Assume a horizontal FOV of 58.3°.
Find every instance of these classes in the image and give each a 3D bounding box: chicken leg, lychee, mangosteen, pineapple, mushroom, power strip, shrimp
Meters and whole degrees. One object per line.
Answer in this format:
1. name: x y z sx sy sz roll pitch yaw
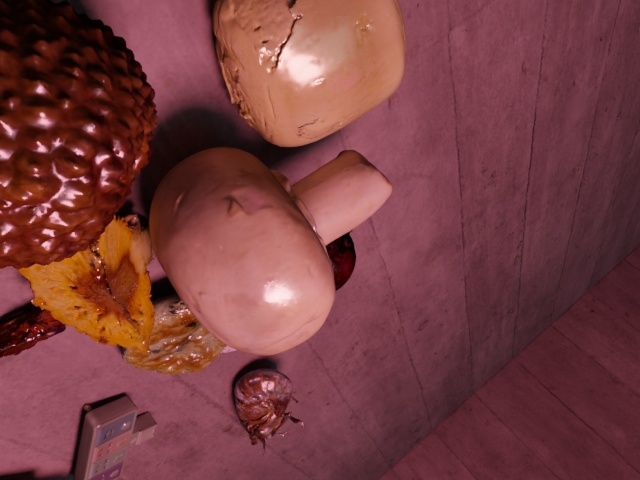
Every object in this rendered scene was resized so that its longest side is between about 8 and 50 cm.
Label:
1. chicken leg: -0.396 0.122 0.816 0.205 0.053 0.093 -21 163 -20
2. lychee: -0.289 -0.104 0.520 0.267 0.267 0.267 -28 143 -24
3. mangosteen: -0.007 0.009 1.011 0.184 0.172 0.172 -49 151 -30
4. pineapple: -0.310 0.020 0.772 0.140 0.164 0.249 -4 138 9
5. mushroom: -0.059 -0.020 0.801 0.336 0.314 0.314 -38 146 -19
6. power strip: -0.389 0.377 1.094 0.145 0.061 0.215 -14 137 -47
7. shrimp: -0.123 0.403 1.342 0.145 0.116 0.343 -14 138 -16

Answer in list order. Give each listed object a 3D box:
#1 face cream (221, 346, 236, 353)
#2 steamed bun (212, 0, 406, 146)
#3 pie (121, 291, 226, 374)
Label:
1. face cream: -0.134 0.183 1.154 0.244 0.058 0.092 -9 137 -33
2. steamed bun: -0.005 -0.235 0.742 0.232 0.166 0.273 -35 145 -16
3. pie: -0.226 0.158 0.984 0.241 0.054 0.240 -19 148 -12
